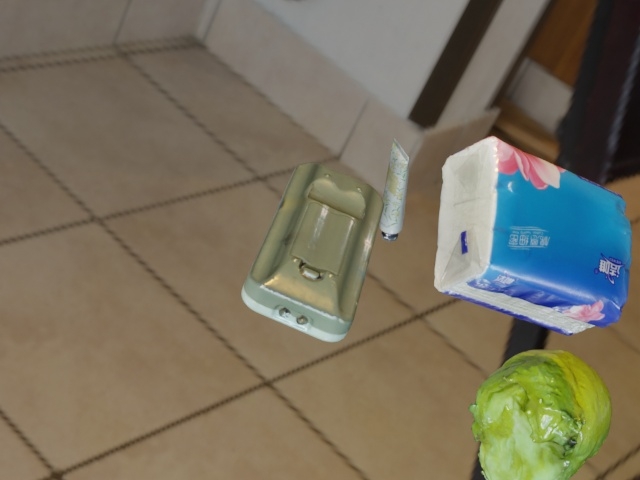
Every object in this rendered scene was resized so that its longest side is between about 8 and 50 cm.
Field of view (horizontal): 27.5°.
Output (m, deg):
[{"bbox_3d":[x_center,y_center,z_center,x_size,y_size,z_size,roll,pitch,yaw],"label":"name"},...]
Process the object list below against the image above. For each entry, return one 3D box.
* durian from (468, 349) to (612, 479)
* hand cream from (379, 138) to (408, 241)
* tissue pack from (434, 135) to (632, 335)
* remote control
[{"bbox_3d":[0.363,0.293,2.133,0.204,0.256,0.339,34,27,18],"label":"durian"},{"bbox_3d":[0.130,-0.083,2.301,0.042,0.194,0.067,-7,39,-14],"label":"hand cream"},{"bbox_3d":[0.297,0.000,1.797,0.269,0.137,0.209,20,69,-34],"label":"tissue pack"},{"bbox_3d":[0.000,0.000,1.552,0.128,0.065,0.335,22,28,-2],"label":"remote control"}]
